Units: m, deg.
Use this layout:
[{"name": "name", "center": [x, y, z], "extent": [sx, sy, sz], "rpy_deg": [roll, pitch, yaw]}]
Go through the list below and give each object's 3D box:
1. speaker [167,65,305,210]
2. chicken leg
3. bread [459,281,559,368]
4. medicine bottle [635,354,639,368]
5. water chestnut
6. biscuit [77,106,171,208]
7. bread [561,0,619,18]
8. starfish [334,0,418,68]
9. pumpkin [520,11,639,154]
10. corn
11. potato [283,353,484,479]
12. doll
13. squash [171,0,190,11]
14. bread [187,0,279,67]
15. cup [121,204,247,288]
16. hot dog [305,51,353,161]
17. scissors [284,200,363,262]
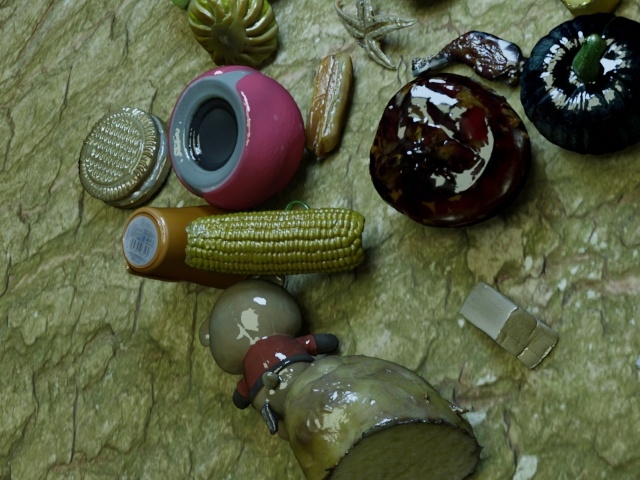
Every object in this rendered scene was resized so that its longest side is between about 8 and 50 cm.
[{"name": "speaker", "center": [-0.167, -0.205, 1.919], "extent": [0.294, 0.294, 0.294], "rpy_deg": [-11, 67, 29]}, {"name": "chicken leg", "center": [0.289, -0.353, 1.820], "extent": [0.253, 0.051, 0.105], "rpy_deg": [9, 83, 37]}, {"name": "bread", "center": [0.324, 0.144, 1.635], "extent": [0.077, 0.105, 0.152], "rpy_deg": [-54, 22, 5]}, {"name": "medicine bottle", "center": [0.536, 0.171, 1.471], "extent": [0.052, 0.052, 0.089], "rpy_deg": [29, 89, 36]}, {"name": "water chestnut", "center": [0.217, -0.160, 1.660], "extent": [0.300, 0.300, 0.299], "rpy_deg": [-11, 67, 29]}, {"name": "biscuit", "center": [-0.462, -0.196, 2.219], "extent": [0.259, 0.079, 0.259], "rpy_deg": [-11, 68, 29]}, {"name": "bread", "center": [0.459, -0.502, 1.740], "extent": [0.102, 0.094, 0.245], "rpy_deg": [-44, 54, 23]}, {"name": "starfish", "center": [0.099, -0.465, 1.948], "extent": [0.247, 0.050, 0.138], "rpy_deg": [52, 138, 32]}, {"name": "pumpkin", "center": [0.452, -0.273, 1.565], "extent": [0.248, 0.248, 0.247], "rpy_deg": [-11, 67, 29]}, {"name": "corn", "center": [-0.087, 0.003, 1.783], "extent": [0.345, 0.131, 0.131], "rpy_deg": [-1, 70, 3]}, {"name": "potato", "center": [0.087, 0.304, 1.607], "extent": [0.301, 0.289, 0.237], "rpy_deg": [-52, 35, 26]}, {"name": "doll", "center": [-0.102, 0.216, 1.783], "extent": [0.235, 0.174, 0.330], "rpy_deg": [-42, 55, 11]}, {"name": "squash", "center": [-0.179, -0.653, 2.121], "extent": [0.309, 0.210, 0.233], "rpy_deg": [-20, 46, 31]}, {"name": "bread", "center": [-0.193, -0.469, 2.069], "extent": [0.213, 0.213, 0.104], "rpy_deg": [-19, 34, 26]}, {"name": "cup", "center": [-0.282, 0.018, 1.930], "extent": [0.226, 0.264, 0.182], "rpy_deg": [-37, 65, 30]}, {"name": "hot dog", "center": [0.018, -0.277, 1.955], "extent": [0.092, 0.062, 0.235], "rpy_deg": [8, 82, 50]}, {"name": "scissors", "center": [0.000, 0.000, 1.874], "extent": [0.204, 0.027, 0.101], "rpy_deg": [30, 99, 28]}]
